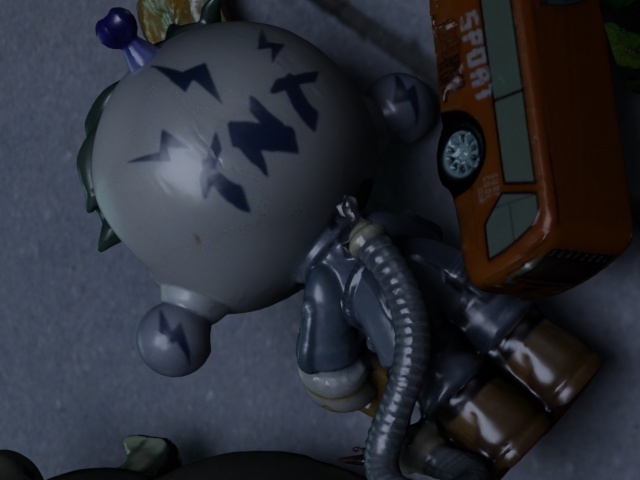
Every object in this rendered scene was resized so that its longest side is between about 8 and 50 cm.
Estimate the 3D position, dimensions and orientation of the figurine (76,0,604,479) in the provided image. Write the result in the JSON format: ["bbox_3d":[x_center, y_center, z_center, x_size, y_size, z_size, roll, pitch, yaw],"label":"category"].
[{"bbox_3d":[0.002,-0.001,1.249,0.382,0.261,0.186,41,147,10],"label":"figurine"}]

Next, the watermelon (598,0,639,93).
[{"bbox_3d":[0.205,-0.153,1.177,0.094,0.125,0.135,-113,30,-48],"label":"watermelon"}]

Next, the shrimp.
[{"bbox_3d":[-0.084,-0.133,1.405,0.190,0.042,0.101,60,142,18],"label":"shrimp"}]

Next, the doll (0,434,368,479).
[{"bbox_3d":[-0.121,0.336,1.325,0.378,0.252,0.382,-5,95,37],"label":"doll"}]

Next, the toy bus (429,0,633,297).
[{"bbox_3d":[0.113,-0.170,1.186,0.092,0.093,0.409,-20,71,45],"label":"toy bus"}]
